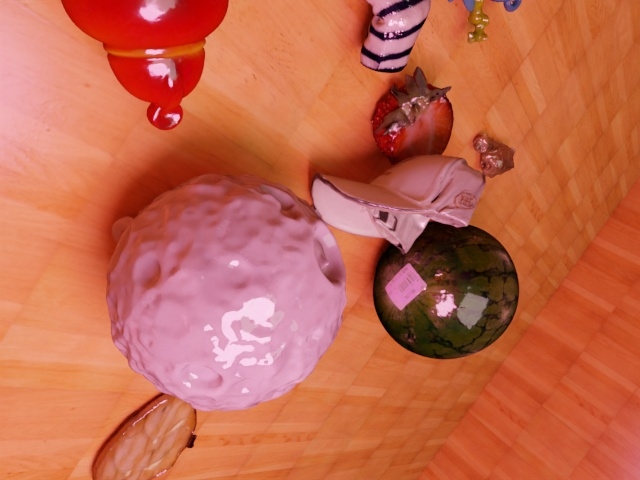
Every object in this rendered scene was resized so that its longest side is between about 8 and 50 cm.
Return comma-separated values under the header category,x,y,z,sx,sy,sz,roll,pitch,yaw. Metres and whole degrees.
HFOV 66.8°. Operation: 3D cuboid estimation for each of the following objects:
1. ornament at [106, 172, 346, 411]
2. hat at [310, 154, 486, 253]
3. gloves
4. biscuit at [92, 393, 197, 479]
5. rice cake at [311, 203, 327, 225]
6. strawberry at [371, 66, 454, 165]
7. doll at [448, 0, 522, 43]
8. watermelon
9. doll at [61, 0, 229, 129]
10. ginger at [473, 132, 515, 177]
category,x,y,z,sx,sy,sz,roll,pitch,yaw
ornament,-0.119,0.066,0.695,0.337,0.337,0.337,-26,135,-29
hat,0.133,-0.094,0.913,0.301,0.258,0.168,13,74,-11
gloves,0.118,-0.389,0.758,0.140,0.131,0.219,-22,142,-36
biscuit,-0.344,0.407,0.989,0.203,0.041,0.260,24,100,-48
rice cake,0.000,0.000,1.016,0.042,0.030,0.180,-19,132,-23
strawberry,0.193,-0.225,0.976,0.174,0.098,0.228,-46,144,9
doll,0.347,-0.572,0.863,0.346,0.099,0.341,-46,143,-12
watermelon,0.299,0.118,1.173,0.363,0.363,0.363,-26,135,-29
doll,-0.183,-0.289,0.505,0.182,0.160,0.363,-24,134,-32
ginger,0.442,-0.217,1.266,0.165,0.067,0.096,14,109,-35
